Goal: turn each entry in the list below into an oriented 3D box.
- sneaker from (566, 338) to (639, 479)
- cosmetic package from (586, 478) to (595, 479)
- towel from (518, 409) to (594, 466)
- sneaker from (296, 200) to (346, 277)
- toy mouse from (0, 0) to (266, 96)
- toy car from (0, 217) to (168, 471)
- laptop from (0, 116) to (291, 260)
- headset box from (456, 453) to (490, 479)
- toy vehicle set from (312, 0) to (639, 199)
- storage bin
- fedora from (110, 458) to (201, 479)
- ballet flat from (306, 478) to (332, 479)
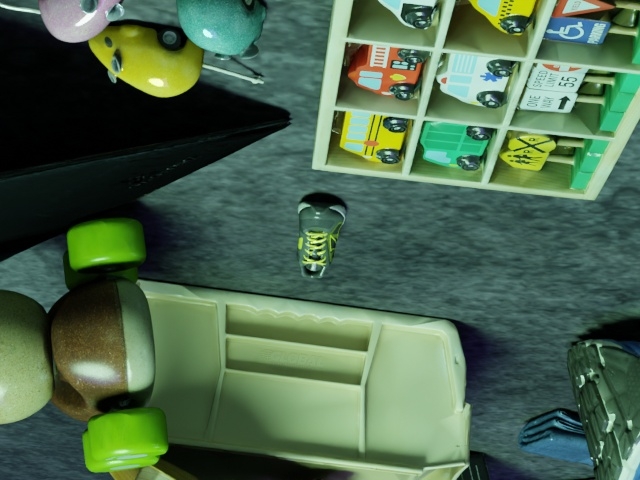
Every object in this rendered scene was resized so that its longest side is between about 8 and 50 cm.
[{"bbox_3d":[0.278,0.148,1.536,0.147,0.129,0.330,-15,157,7],"label":"sneaker"},{"bbox_3d":[0.324,0.334,1.935,0.453,0.161,0.230,-13,153,40],"label":"cosmetic package"},{"bbox_3d":[0.235,0.175,1.716,0.119,0.029,0.067,14,158,-23],"label":"towel"},{"bbox_3d":[0.000,0.000,1.290,0.031,0.035,0.083,4,160,2],"label":"sneaker"},{"bbox_3d":[-0.086,-0.112,1.014,0.161,0.031,0.143,12,159,-16],"label":"toy mouse"},{"bbox_3d":[-0.205,0.079,1.314,0.188,0.155,0.149,-6,169,-11],"label":"toy car"},{"bbox_3d":[-0.312,-0.085,1.171,0.408,0.236,0.382,46,144,-17],"label":"laptop"},{"bbox_3d":[-0.012,0.301,1.843,0.283,0.131,0.246,0,157,-30],"label":"headset box"},{"bbox_3d":[0.086,-0.092,1.016,0.166,0.035,0.267,6,160,-1],"label":"toy vehicle set"},{"bbox_3d":[-0.031,0.143,1.565,0.260,0.123,0.262,7,159,-6],"label":"storage bin"},{"bbox_3d":[-0.101,0.227,1.437,0.194,0.079,0.194,31,161,12],"label":"fedora"},{"bbox_3d":[0.005,0.233,1.530,0.079,0.077,0.221,-7,157,1],"label":"ballet flat"}]
